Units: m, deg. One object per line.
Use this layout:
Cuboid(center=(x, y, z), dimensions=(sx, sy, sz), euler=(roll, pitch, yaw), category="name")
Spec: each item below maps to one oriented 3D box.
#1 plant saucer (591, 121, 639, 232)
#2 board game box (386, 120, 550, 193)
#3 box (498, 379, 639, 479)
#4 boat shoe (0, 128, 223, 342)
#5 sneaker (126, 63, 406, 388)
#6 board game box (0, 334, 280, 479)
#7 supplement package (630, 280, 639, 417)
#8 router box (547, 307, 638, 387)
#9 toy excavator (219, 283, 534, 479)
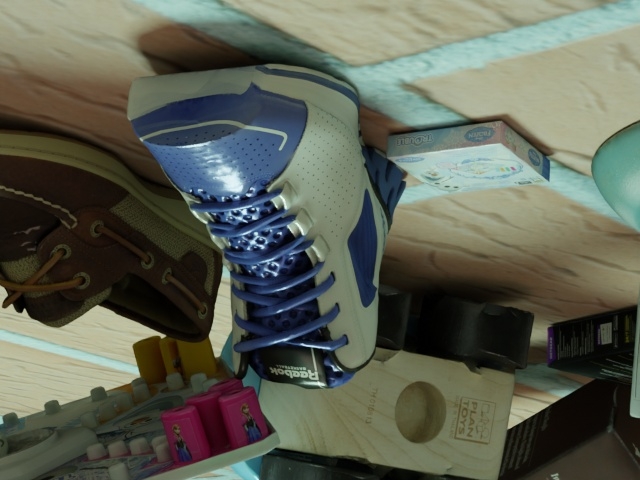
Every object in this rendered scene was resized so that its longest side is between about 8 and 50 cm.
Cuboid(center=(0.355, -0.035, 1.350), dimensions=(0.317, 0.044, 0.317), euler=(3, 163, 1), category="plant saucer")
Cuboid(center=(0.107, -0.059, 1.346), dimensions=(0.090, 0.020, 0.090), euler=(-6, 162, 28), category="board game box")
Cuboid(center=(0.192, 0.304, 1.990), dimensions=(0.381, 0.143, 0.191), euler=(-34, -174, 20), category="box")
Cuboid(center=(-0.194, 0.006, 1.436), dimensions=(0.123, 0.123, 0.342), euler=(-8, 161, 33), category="boat shoe")
Cuboid(center=(-0.018, 0.004, 1.297), dimensions=(0.127, 0.182, 0.315), euler=(-5, 162, 20), category="sneaker")
Cuboid(center=(-0.247, 0.164, 1.471), dimensions=(0.390, 0.050, 0.390), euler=(-17, -173, -7), category="board game box")
Cuboid(center=(0.354, 0.091, 1.511), dimensions=(0.134, 0.139, 0.244), euler=(5, 179, -8), category="supplement package")
Cuboid(center=(0.332, 0.112, 1.845), dimensions=(0.179, 0.046, 0.133), euler=(15, 160, -35), category="router box")
Cuboid(center=(0.042, 0.161, 1.869), dimensions=(0.433, 0.222, 0.445), euler=(12, 175, -32), category="toy excavator")
